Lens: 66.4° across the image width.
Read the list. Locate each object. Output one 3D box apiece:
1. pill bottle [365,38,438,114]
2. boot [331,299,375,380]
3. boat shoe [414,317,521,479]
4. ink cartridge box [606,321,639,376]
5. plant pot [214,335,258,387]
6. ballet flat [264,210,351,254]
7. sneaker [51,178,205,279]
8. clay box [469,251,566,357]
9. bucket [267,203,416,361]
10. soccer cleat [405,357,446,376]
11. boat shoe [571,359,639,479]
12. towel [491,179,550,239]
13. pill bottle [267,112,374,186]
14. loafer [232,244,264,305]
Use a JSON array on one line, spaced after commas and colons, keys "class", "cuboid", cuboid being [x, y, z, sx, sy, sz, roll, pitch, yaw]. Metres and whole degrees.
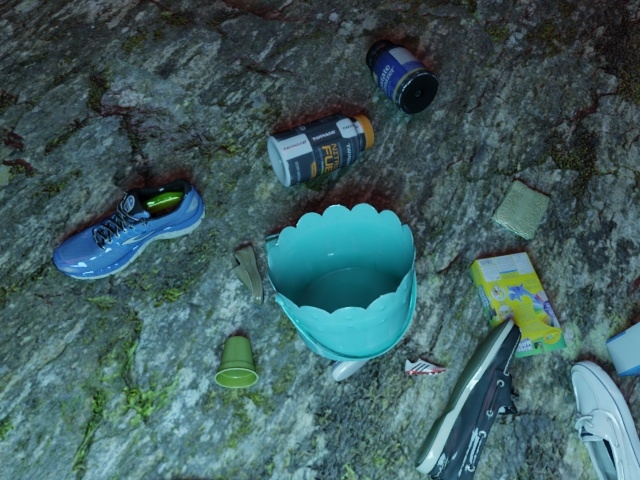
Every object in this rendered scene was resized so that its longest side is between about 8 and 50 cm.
[{"class": "pill bottle", "cuboid": [0.211, -0.446, 1.311, 0.122, 0.123, 0.219, -18, 51, -14]}, {"class": "boot", "cuboid": [0.076, 0.199, 0.993, 0.189, 0.069, 0.086, -32, 61, -29]}, {"class": "boat shoe", "cuboid": [0.309, 0.305, 0.914, 0.113, 0.127, 0.340, 34, 65, 12]}, {"class": "ink cartridge box", "cuboid": [0.715, 0.215, 0.989, 0.190, 0.140, 0.082, -3, 60, -7]}, {"class": "plant pot", "cuboid": [-0.161, 0.231, 0.948, 0.083, 0.083, 0.079, -1, 50, -5]}, {"class": "ballet flat", "cuboid": [0.000, 0.000, 1.093, 0.247, 0.083, 0.087, -18, 88, -14]}, {"class": "sneaker", "cuboid": [-0.409, -0.042, 1.032, 0.329, 0.147, 0.130, -33, 68, -20]}, {"class": "clay box", "cuboid": [0.422, 0.140, 1.055, 0.127, 0.053, 0.222, -8, 63, -9]}, {"class": "bucket", "cuboid": [0.051, 0.083, 0.939, 0.280, 0.183, 0.281, -7, 44, 7]}, {"class": "soccer cleat", "cuboid": [0.212, 0.255, 0.988, 0.083, 0.029, 0.036, -2, 65, -1]}, {"class": "boat shoe", "cuboid": [0.531, 0.357, 0.921, 0.084, 0.095, 0.258, -8, 61, -14]}, {"class": "towel", "cuboid": [0.493, -0.077, 1.195, 0.110, 0.027, 0.148, 32, 63, 11]}, {"class": "pill bottle", "cuboid": [0.006, -0.228, 1.179, 0.245, 0.130, 0.131, -23, 65, -16]}, {"class": "loafer", "cuboid": [-0.154, 0.077, 1.043, 0.050, 0.056, 0.148, -12, 53, -11]}]
